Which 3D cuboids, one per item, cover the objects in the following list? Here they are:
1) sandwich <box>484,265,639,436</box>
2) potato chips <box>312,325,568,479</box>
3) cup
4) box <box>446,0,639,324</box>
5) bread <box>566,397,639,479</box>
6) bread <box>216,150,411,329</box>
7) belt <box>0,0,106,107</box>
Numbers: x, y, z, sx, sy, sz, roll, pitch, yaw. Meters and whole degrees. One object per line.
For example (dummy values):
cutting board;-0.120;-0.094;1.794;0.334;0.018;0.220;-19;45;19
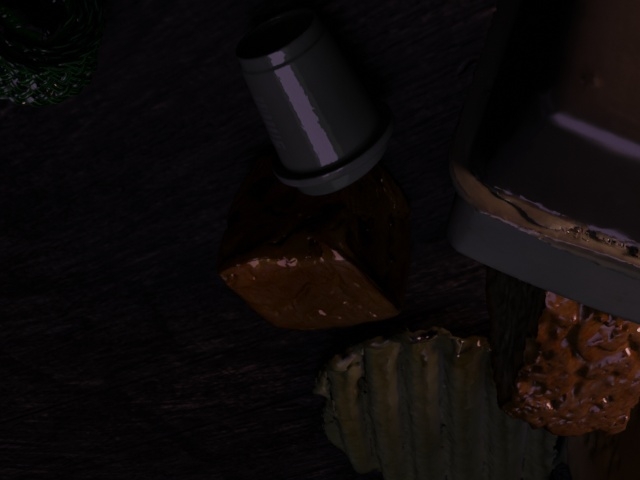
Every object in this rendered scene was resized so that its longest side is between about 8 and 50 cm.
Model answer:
sandwich;0.228;-0.029;0.860;0.131;0.262;0.325;5;141;-2
potato chips;0.170;0.236;1.351;0.358;0.070;0.429;4;140;10
cup;-0.012;-0.124;0.915;0.120;0.120;0.141;-16;123;27
box;0.205;-0.100;0.619;0.220;0.291;0.166;21;152;0
bread;0.417;0.238;1.109;0.328;0.245;0.424;30;136;14
bread;0.000;0.000;1.030;0.143;0.149;0.158;-10;138;26
belt;-0.260;-0.177;0.884;0.151;0.121;0.079;29;143;-5
